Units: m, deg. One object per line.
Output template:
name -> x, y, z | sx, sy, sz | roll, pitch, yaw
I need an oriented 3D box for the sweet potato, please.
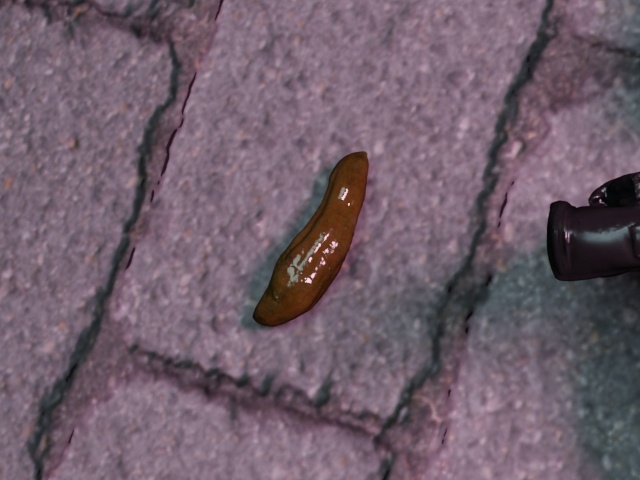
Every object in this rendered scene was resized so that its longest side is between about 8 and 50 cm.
sweet potato -> 0.002, 0.000, 1.523 | 0.053, 0.054, 0.182 | 28, 80, 17

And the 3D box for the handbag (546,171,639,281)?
handbag -> 0.299, -0.016, 1.298 | 0.244, 0.275, 0.088 | -7, 91, 18
